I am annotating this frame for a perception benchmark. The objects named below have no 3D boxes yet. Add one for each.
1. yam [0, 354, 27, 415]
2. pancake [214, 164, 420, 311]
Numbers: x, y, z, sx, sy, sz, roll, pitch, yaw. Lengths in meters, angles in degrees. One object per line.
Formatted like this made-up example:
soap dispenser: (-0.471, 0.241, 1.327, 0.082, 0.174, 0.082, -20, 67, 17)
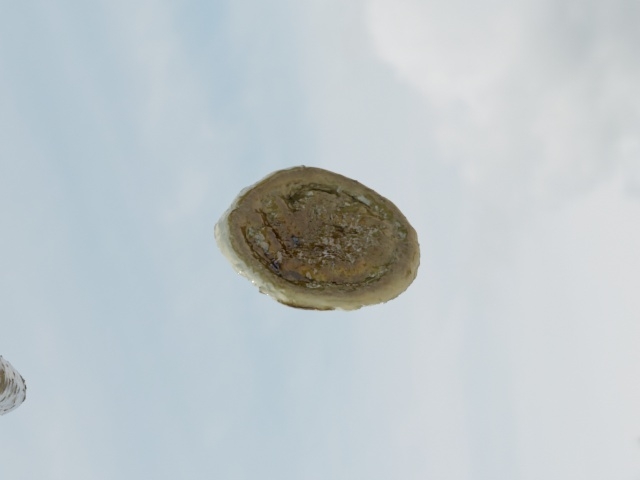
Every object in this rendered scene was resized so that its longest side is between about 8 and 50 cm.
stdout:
yam: (-0.164, 0.067, 0.908, 0.145, 0.032, 0.032, 95, 174, -83)
pancake: (0.000, 0.001, 1.349, 0.152, 0.151, 0.025, -69, -1, -48)
